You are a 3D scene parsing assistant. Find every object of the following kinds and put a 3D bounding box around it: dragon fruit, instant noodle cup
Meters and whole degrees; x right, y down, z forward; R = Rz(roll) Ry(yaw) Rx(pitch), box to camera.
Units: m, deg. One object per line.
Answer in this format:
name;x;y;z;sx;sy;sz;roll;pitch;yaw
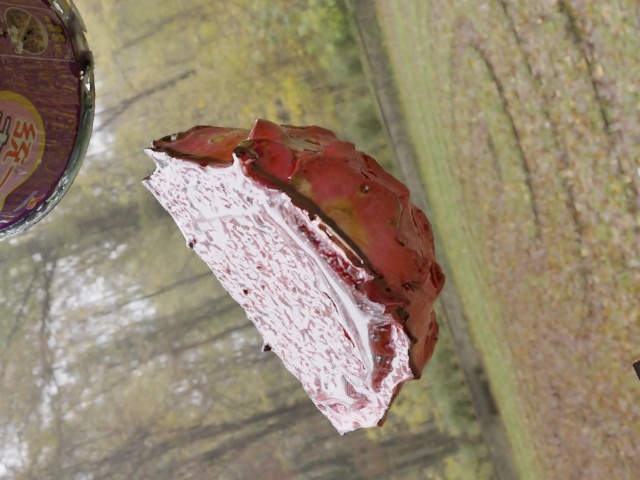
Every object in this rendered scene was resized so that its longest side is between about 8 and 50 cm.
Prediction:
dragon fruit;0.000;0.000;0.723;0.262;0.163;0.189;51;-156;-15
instant noodle cup;-0.440;-0.159;1.023;0.266;0.339;0.340;-4;-105;-68

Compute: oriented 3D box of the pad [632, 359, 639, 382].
pad;0.303;0.143;0.700;0.190;0.127;0.004;66;167;-4
